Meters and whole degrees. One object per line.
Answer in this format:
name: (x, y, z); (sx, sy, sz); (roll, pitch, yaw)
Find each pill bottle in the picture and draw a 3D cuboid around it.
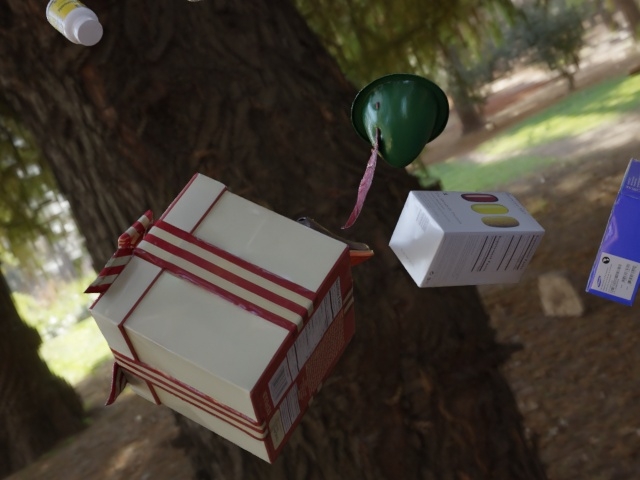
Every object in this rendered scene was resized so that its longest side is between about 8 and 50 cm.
pill bottle: (-0.426, -0.381, 1.664); (0.065, 0.065, 0.116); (-27, 45, -26)

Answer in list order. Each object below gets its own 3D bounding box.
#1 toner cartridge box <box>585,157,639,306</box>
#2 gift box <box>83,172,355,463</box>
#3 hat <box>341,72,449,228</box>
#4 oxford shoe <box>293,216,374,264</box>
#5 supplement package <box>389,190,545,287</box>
toner cartridge box: (0.508, -0.024, 1.561); (0.075, 0.165, 0.348); (20, 18, 16)
gift box: (-0.132, 0.101, 1.168); (0.276, 0.258, 0.255); (-52, -24, -31)
hat: (0.133, -0.148, 1.626); (0.172, 0.184, 0.209); (5, -39, -1)
oxford shoe: (0.000, 0.000, 1.831); (0.096, 0.099, 0.271); (-27, -23, 38)
supplement package: (0.282, -0.005, 1.846); (0.244, 0.139, 0.134); (-1, -52, -30)
